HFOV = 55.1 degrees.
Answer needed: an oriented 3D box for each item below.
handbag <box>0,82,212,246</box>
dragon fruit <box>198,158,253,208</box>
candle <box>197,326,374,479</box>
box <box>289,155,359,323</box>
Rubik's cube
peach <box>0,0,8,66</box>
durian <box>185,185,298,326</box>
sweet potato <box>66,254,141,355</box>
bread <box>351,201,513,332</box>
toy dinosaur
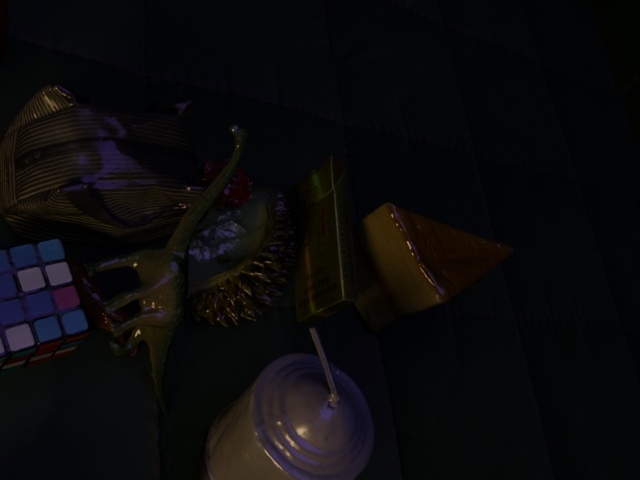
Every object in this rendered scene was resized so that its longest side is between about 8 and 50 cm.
[{"bbox_3d":[-0.350,-0.127,1.036,0.340,0.240,0.247,-3,75,-38],"label":"handbag"},{"bbox_3d":[-0.189,-0.122,1.217,0.112,0.068,0.126,0,43,-19],"label":"dragon fruit"},{"bbox_3d":[-0.048,0.312,0.960,0.221,0.342,0.221,18,47,-20],"label":"candle"},{"bbox_3d":[0.000,0.000,1.263,0.043,0.173,0.311,11,63,-32],"label":"box"},{"bbox_3d":[-0.450,0.103,0.907,0.151,0.155,0.154,-14,77,-37],"label":"Rubik's cube"},{"bbox_3d":[-0.639,-0.330,0.883,0.343,0.343,0.302,4,95,-34],"label":"peach"},{"bbox_3d":[-0.154,0.024,1.214,0.198,0.163,0.394,12,48,15],"label":"durian"},{"bbox_3d":[-0.371,0.111,1.029,0.202,0.058,0.055,52,9,-9],"label":"sweet potato"},{"bbox_3d":[0.243,0.031,1.389,0.361,0.233,0.245,-20,79,-44],"label":"bread"},{"bbox_3d":[-0.214,0.058,1.006,0.301,0.087,0.447,-25,122,-28],"label":"toy dinosaur"}]
